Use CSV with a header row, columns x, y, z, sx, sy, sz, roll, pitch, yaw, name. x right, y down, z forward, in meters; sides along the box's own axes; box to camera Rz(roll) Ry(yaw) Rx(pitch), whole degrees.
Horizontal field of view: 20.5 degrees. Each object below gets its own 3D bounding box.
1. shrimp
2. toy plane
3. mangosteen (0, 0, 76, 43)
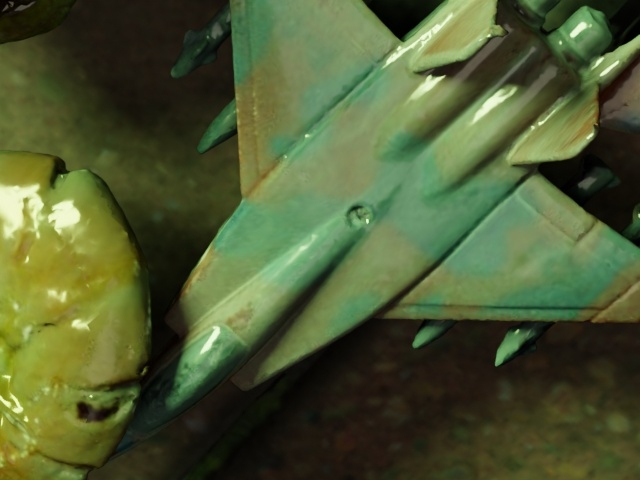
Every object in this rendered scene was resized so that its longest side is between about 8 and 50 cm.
x,y,z,sx,sy,sz,roll,pitch,yaw,name
-0.174,0.062,0.766,0.267,0.061,0.145,-27,85,25,shrimp
0.002,-0.004,0.720,0.223,0.104,0.326,42,122,-12,toy plane
-0.143,-0.143,0.648,0.166,0.166,0.180,-16,139,19,mangosteen
